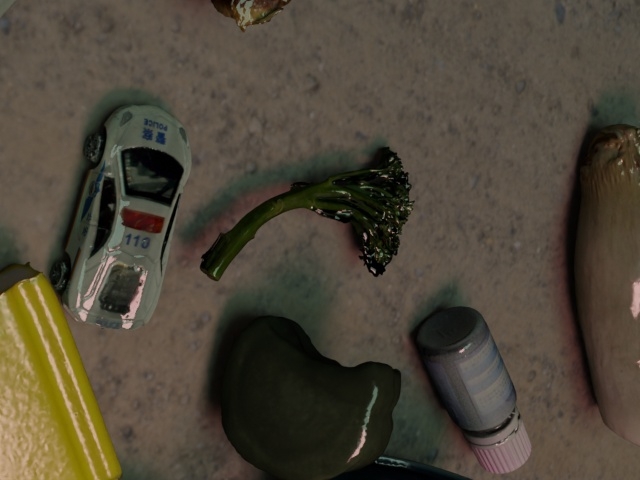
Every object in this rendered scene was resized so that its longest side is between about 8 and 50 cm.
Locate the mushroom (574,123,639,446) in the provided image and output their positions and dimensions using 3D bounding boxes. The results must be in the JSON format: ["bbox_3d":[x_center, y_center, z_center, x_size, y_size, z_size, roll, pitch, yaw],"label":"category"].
[{"bbox_3d":[0.387,0.055,1.395,0.177,0.126,0.397,-35,119,-37],"label":"mushroom"}]

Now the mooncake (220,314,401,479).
[{"bbox_3d":[-0.009,0.147,1.094,0.168,0.175,0.104,-42,163,21],"label":"mooncake"}]

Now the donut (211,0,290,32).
[{"bbox_3d":[-0.016,-0.323,1.019,0.295,0.112,0.151,-41,119,-24],"label":"donut"}]

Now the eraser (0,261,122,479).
[{"bbox_3d":[-0.273,0.145,0.956,0.158,0.069,0.226,-28,116,-30],"label":"eraser"}]

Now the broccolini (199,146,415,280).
[{"bbox_3d":[-0.007,0.002,1.127,0.271,0.062,0.123,-25,99,-36],"label":"broccolini"}]

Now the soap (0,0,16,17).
[{"bbox_3d":[-0.244,-0.245,0.825,0.289,0.173,0.095,-52,124,-15],"label":"soap"}]

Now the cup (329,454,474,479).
[{"bbox_3d":[0.070,0.409,1.120,0.256,0.331,0.311,14,95,-1],"label":"cup"}]

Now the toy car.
[{"bbox_3d":[-0.170,-0.020,1.005,0.095,0.056,0.205,15,92,-36],"label":"toy car"}]

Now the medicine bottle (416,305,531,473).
[{"bbox_3d":[0.179,0.175,1.290,0.083,0.083,0.203,-38,120,-24],"label":"medicine bottle"}]
